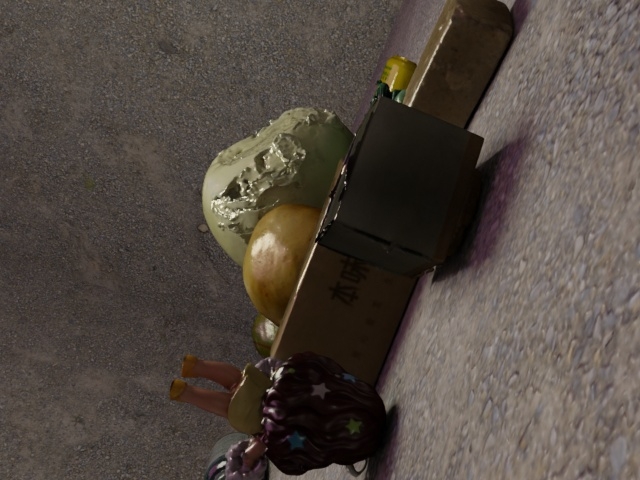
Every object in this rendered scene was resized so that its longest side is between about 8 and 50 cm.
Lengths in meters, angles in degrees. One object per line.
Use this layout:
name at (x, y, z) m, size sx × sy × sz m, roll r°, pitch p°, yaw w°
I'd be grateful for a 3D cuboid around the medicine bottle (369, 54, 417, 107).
medicine bottle at (0.138, -0.265, 1.717) m, size 0.111 × 0.076 × 0.309 m, roll -81°, pitch 11°, yaw -76°

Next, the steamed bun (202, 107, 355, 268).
steamed bun at (-0.044, -0.067, 1.450) m, size 0.334 × 0.312 × 0.233 m, roll -37°, pitch 23°, yaw 7°

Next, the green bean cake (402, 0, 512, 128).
green bean cake at (0.174, -0.227, 0.984) m, size 0.109 × 0.085 × 0.179 m, roll -76°, pitch 9°, yaw -51°

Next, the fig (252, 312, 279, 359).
fig at (-0.041, 0.218, 1.580) m, size 0.259 × 0.151 × 0.151 m, roll 21°, pitch 91°, yaw 61°

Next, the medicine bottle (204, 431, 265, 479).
medicine bottle at (-0.201, 0.553, 1.782) m, size 0.293 × 0.141 × 0.141 m, roll 168°, pitch 121°, yaw -86°

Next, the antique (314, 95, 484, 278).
antique at (0.087, -0.047, 0.823) m, size 0.147 × 0.148 × 0.152 m, roll 136°, pitch 155°, yaw -79°

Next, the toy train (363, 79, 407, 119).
toy train at (0.129, -0.181, 1.332) m, size 0.253 × 0.105 × 0.157 m, roll 137°, pitch 139°, yaw -84°

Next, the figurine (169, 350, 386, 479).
figurine at (-0.046, 0.190, 0.853) m, size 0.116 × 0.240 × 0.175 m, roll 85°, pitch -163°, yaw -47°

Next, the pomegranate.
pomegranate at (-0.014, 0.050, 1.262) m, size 0.233 × 0.233 × 0.233 m, roll -160°, pitch 90°, yaw -86°

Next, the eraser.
eraser at (0.036, 0.073, 0.978) m, size 0.078 × 0.144 × 0.343 m, roll -103°, pitch 33°, yaw -80°
